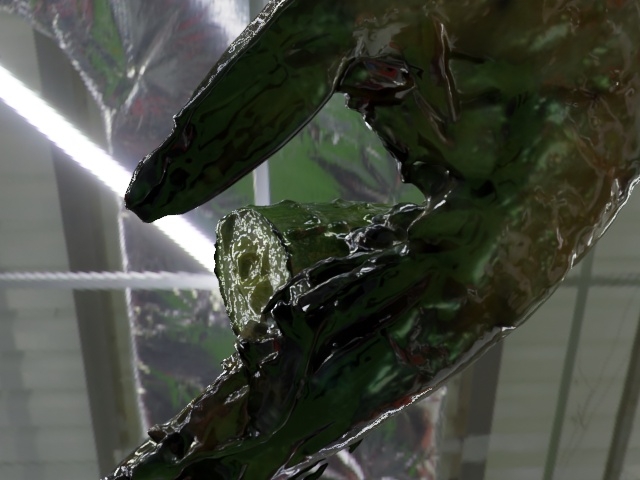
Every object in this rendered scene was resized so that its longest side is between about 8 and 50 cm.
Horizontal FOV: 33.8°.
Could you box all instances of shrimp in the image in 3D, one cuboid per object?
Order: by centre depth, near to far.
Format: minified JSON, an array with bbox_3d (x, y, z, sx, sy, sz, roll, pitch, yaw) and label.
[{"bbox_3d":[0.000,0.000,0.457,0.365,0.071,0.233,-38,-49,-2],"label":"shrimp"}]

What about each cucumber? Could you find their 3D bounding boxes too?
[{"bbox_3d":[0.028,0.015,0.973,0.244,0.134,0.134,-13,-49,-34],"label":"cucumber"}]
